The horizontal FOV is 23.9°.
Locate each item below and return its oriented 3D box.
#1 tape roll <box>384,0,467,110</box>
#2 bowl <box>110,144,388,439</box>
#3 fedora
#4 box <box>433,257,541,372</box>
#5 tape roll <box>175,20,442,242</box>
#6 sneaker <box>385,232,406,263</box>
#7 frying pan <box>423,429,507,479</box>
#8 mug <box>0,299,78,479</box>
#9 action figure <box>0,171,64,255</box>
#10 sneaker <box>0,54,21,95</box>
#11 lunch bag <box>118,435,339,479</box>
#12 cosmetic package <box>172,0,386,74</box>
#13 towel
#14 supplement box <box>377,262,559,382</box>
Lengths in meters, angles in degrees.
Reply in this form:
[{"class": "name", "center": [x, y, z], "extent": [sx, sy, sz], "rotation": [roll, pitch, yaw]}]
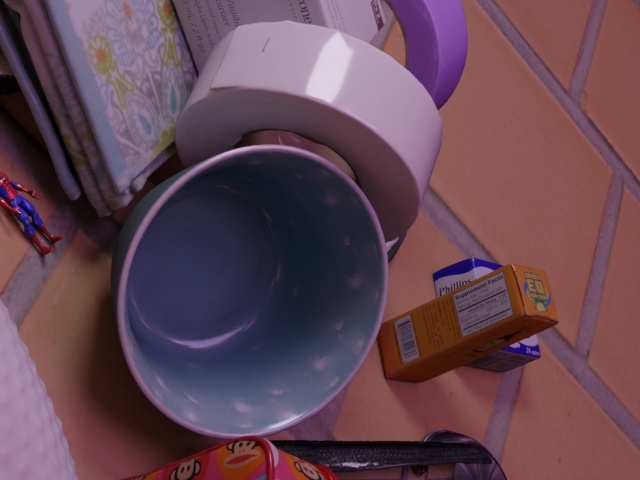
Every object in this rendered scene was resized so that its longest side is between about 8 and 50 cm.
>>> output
[{"class": "tape roll", "center": [0.046, -0.259, 1.938], "extent": [0.275, 0.275, 0.090], "rotation": [59, 36, -6]}, {"class": "bowl", "center": [-0.101, 0.041, 1.619], "extent": [0.311, 0.163, 0.311], "rotation": [-7, 104, -29]}, {"class": "fedora", "center": [0.023, 0.289, 1.602], "extent": [0.334, 0.334, 0.152], "rotation": [8, 81, -48]}, {"class": "box", "center": [0.234, 0.105, 2.119], "extent": [0.126, 0.072, 0.137], "rotation": [15, 58, -46]}, {"class": "tape roll", "center": [-0.013, -0.111, 1.672], "extent": [0.286, 0.286, 0.100], "rotation": [40, 54, -29]}, {"class": "sneaker", "center": [0.000, 0.000, 1.856], "extent": [0.146, 0.122, 0.330], "rotation": [55, 37, -15]}, {"class": "frying pan", "center": [0.151, 0.323, 1.916], "extent": [0.326, 0.053, 0.197], "rotation": [19, 55, -47]}, {"class": "mug", "center": [-0.333, 0.187, 1.258], "extent": [0.374, 0.276, 0.328], "rotation": [-83, 148, -79]}, {"class": "action figure", "center": [-0.314, -0.038, 1.580], "extent": [0.115, 0.030, 0.038], "rotation": [49, 44, -16]}, {"class": "sneaker", "center": [-0.366, -0.198, 1.585], "extent": [0.161, 0.057, 0.075], "rotation": [2, 74, -47]}, {"class": "lunch bag", "center": [-0.114, 0.332, 1.381], "extent": [0.120, 0.293, 0.258], "rotation": [30, 52, -35]}, {"class": "cosmetic package", "center": [-0.048, -0.276, 1.730], "extent": [0.151, 0.184, 0.151], "rotation": [-55, 132, -51]}, {"class": "towel", "center": [-0.232, -0.255, 1.671], "extent": [0.320, 0.090, 0.374], "rotation": [-52, 130, -53]}, {"class": "supplement box", "center": [0.183, 0.107, 1.921], "extent": [0.078, 0.233, 0.080], "rotation": [13, 60, -46]}]
